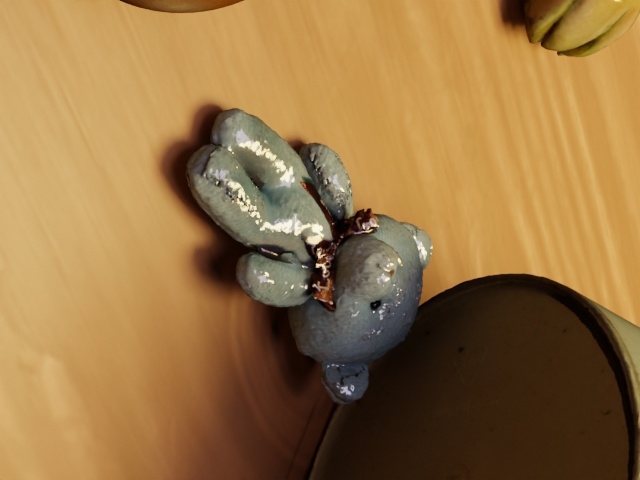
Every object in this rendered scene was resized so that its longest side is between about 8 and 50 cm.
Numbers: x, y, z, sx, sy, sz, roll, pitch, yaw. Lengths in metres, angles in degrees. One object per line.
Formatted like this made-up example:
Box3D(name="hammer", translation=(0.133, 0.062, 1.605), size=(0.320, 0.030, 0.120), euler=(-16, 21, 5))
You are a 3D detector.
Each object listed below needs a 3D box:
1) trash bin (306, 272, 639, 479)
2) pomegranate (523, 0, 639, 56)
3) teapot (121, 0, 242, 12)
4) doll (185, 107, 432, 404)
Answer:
Box3D(name="trash bin", translation=(0.222, 0.217, 0.813), size=(0.432, 0.280, 0.280), euler=(31, 75, -33))
Box3D(name="pomegranate", translation=(0.201, -0.246, 0.835), size=(0.159, 0.241, 0.190), euler=(24, 53, -15))
Box3D(name="teapot", translation=(-0.058, -0.185, 0.552), size=(0.252, 0.135, 0.178), euler=(-14, 106, -48))
Box3D(name="doll", translation=(0.004, 0.001, 0.712), size=(0.120, 0.075, 0.180), euler=(-61, 137, -24))
